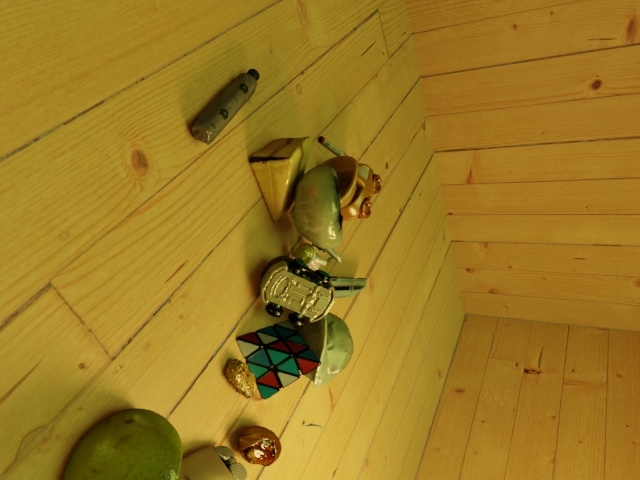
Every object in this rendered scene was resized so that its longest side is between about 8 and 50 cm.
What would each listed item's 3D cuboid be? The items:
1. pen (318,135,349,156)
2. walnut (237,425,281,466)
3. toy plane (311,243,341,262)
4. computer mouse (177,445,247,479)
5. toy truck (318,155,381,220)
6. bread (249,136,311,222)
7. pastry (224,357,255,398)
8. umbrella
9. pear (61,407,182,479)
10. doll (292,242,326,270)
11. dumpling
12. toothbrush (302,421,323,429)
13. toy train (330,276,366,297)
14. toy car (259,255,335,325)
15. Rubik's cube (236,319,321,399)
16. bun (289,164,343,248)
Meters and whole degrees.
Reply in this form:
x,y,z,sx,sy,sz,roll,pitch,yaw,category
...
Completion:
x,y,z,sx,sy,sz,roll,pitch,yaw,category
0.061,-0.376,1.993,0.239,0.028,0.028,22,73,-57,pen
-0.197,0.654,1.539,0.207,0.116,0.115,52,49,-46,walnut
-0.004,0.001,1.783,0.226,0.058,0.226,55,12,-7,toy plane
-0.304,0.645,1.328,0.082,0.145,0.237,-55,151,15,computer mouse
0.098,-0.199,1.895,0.211,0.205,0.287,50,52,-45,toy truck
-0.095,-0.202,1.613,0.167,0.163,0.263,-56,137,-43,bread
-0.245,0.428,1.496,0.140,0.056,0.079,57,34,-41,pastry
-0.267,-0.401,1.406,0.073,0.067,0.337,33,53,-6,umbrella
-0.421,0.497,1.030,0.139,0.239,0.287,58,43,-43,pear
-0.043,0.063,1.739,0.207,0.129,0.081,67,38,-71,doll
0.021,0.362,1.754,0.212,0.321,0.269,21,94,-30,dumpling
-0.029,0.740,1.915,0.017,0.014,0.162,-58,143,-11,toothbrush
0.088,0.194,2.009,0.407,0.087,0.088,8,84,-59,toy train
-0.087,0.146,1.624,0.248,0.198,0.204,26,104,-21,toy car
-0.158,0.359,1.549,0.234,0.250,0.284,34,66,-33,Rubik's cube
-0.018,-0.111,1.620,0.283,0.179,0.283,-5,90,-88,bun
